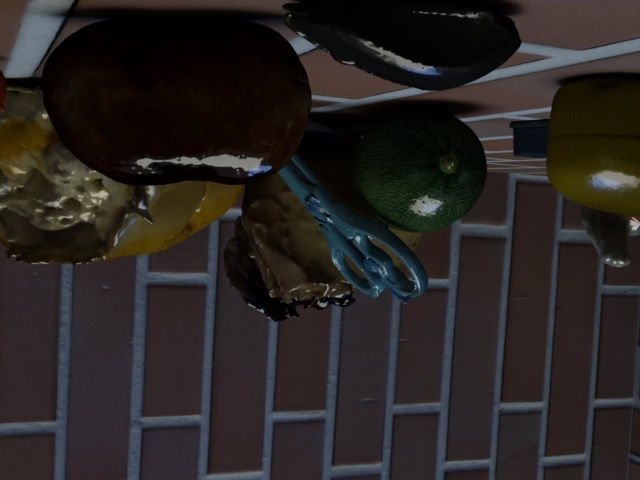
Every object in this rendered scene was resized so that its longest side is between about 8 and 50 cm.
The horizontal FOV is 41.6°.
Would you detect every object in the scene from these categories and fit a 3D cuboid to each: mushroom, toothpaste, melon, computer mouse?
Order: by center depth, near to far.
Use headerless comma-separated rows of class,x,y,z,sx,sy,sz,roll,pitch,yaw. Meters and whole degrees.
computer mouse,0.057,-0.135,0.589,0.172,0.057,0.099,4,-170,-9
mushroom,-0.109,-0.132,0.752,0.227,0.147,0.217,9,-161,7
melon,0.141,-0.100,1.217,0.182,0.182,0.288,3,-177,-11
toothpaste,0.019,-0.184,1.399,0.266,0.061,0.096,-6,-174,-31

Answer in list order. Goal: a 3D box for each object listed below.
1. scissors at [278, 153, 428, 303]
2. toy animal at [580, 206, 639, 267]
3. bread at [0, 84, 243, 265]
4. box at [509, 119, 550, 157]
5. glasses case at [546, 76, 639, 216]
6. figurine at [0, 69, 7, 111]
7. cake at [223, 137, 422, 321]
scissors,0.006,-0.050,1.230,0.032,0.393,0.180,-48,-164,-29
toy animal,0.536,-0.112,1.275,0.308,0.188,0.266,-8,-156,-1
bread,-0.301,-0.092,1.278,0.361,0.250,0.394,5,-176,23
box,0.345,-0.155,1.304,0.074,0.054,0.099,4,-177,-32
glasses case,0.419,-0.091,0.926,0.372,0.141,0.173,3,-177,-14
figurine,-0.392,-0.167,0.909,0.068,0.075,0.140,4,-179,23
cake,0.001,-0.004,1.505,0.333,0.321,0.332,21,-151,-12
